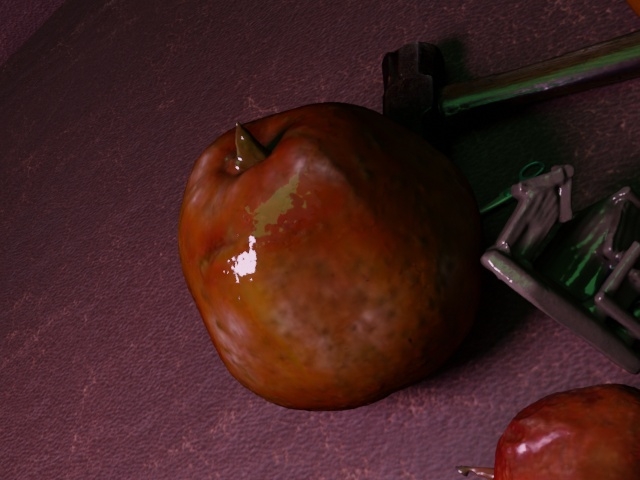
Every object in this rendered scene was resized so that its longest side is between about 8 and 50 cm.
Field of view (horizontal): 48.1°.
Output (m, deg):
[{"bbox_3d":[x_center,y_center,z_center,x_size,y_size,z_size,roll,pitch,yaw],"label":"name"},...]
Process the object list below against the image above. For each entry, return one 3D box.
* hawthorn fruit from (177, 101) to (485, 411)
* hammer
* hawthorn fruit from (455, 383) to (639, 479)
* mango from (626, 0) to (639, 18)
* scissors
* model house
[{"bbox_3d":[0.000,0.000,0.906,0.402,0.403,0.403,-19,54,28],"label":"hawthorn fruit"},{"bbox_3d":[0.278,-0.226,1.038,0.408,0.095,0.243,-13,56,29],"label":"hammer"},{"bbox_3d":[0.247,0.243,0.713,0.243,0.207,0.207,-3,62,41],"label":"hawthorn fruit"},{"bbox_3d":[0.477,-0.326,0.917,0.146,0.129,0.289,-20,57,6],"label":"mango"},{"bbox_3d":[0.266,-0.064,0.999,0.119,0.014,0.058,-34,47,12],"label":"scissors"},{"bbox_3d":[0.299,0.016,0.814,0.188,0.229,0.122,-57,13,-8],"label":"model house"}]
